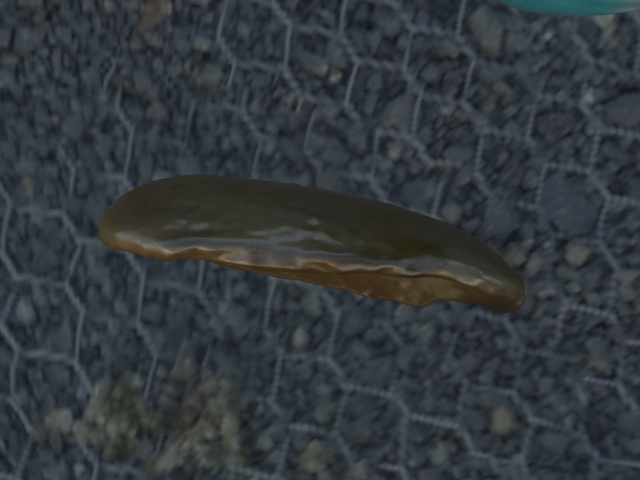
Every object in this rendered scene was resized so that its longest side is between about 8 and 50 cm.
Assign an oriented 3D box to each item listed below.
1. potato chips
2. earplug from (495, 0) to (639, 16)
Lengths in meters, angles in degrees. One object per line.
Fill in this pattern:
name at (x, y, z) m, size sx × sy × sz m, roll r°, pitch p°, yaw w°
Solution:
potato chips at (0.000, 0.000, 0.833) m, size 0.202 × 0.150 × 0.049 m, roll 13°, pitch 90°, yaw -1°
earplug at (0.140, -0.185, 0.757) m, size 0.185 × 0.324 × 0.185 m, roll 3°, pitch 81°, yaw -19°
